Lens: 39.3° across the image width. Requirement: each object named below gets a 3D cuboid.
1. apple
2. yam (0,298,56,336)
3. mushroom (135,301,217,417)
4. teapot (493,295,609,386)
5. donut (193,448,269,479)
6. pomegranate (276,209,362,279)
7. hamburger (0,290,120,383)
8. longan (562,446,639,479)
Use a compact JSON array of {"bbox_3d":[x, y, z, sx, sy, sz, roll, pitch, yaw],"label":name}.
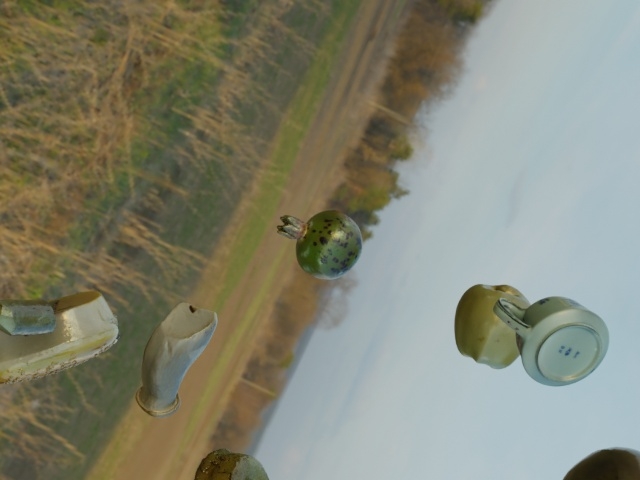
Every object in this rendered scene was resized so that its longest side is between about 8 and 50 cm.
[{"bbox_3d":[0.393,0.190,2.042,0.200,0.200,0.200,25,90,-88],"label":"apple"},{"bbox_3d":[-0.535,0.139,1.601,0.146,0.069,0.070,5,113,-62],"label":"yam"},{"bbox_3d":[-0.278,0.218,1.660,0.108,0.096,0.247,-7,132,-49],"label":"mushroom"},{"bbox_3d":[0.410,0.162,1.589,0.159,0.232,0.159,-53,-155,39],"label":"teapot"},{"bbox_3d":[-0.208,0.665,2.279,0.272,0.107,0.272,30,54,-53],"label":"donut"},{"bbox_3d":[0.000,0.000,2.024,0.159,0.205,0.159,-52,-157,33],"label":"pomegranate"},{"bbox_3d":[-0.565,0.209,1.861,0.227,0.295,0.151,-72,149,-81],"label":"hamburger"},{"bbox_3d":[0.735,0.709,2.161,0.404,0.336,0.405,-178,-90,-77],"label":"longan"}]
